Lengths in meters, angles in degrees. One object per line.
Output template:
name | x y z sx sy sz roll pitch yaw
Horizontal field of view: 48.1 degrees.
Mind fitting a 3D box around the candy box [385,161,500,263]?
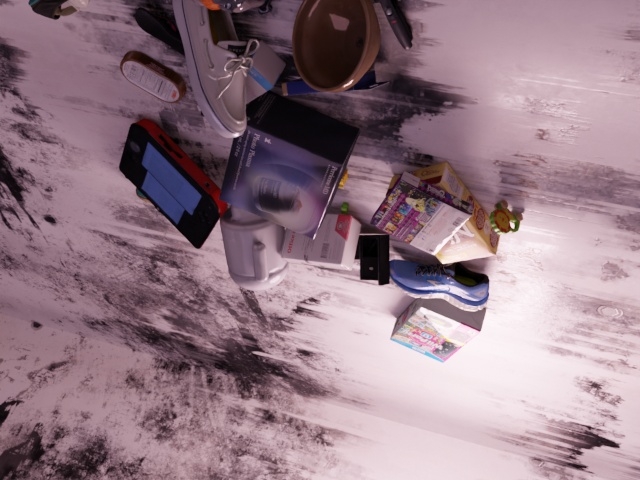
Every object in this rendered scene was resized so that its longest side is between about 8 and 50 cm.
candy box | 0.347 -0.070 2.013 0.183 0.087 0.316 -12 133 41

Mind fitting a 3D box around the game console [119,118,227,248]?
game console | -0.471 -0.170 2.249 0.386 0.060 0.342 46 144 1

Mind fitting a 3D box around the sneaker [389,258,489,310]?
sneaker | 0.372 0.105 2.246 0.330 0.129 0.147 13 132 7

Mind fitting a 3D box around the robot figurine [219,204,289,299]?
robot figurine | -0.207 0.012 2.285 0.200 0.300 0.353 -9 117 -5

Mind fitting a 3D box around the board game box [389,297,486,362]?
board game box | 0.403 0.298 2.504 0.224 0.097 0.303 24 148 -3

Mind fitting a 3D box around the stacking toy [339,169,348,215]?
stacking toy | -0.003 -0.146 2.135 0.167 0.052 0.221 14 147 12

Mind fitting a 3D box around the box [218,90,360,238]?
box | -0.087 -0.203 1.931 0.294 0.182 0.296 22 136 1

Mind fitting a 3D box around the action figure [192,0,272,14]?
action figure | -0.178 -0.601 1.476 0.330 0.178 0.341 -23 129 35

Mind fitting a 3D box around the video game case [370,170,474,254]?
video game case | 0.269 -0.068 1.941 0.210 0.041 0.232 25 147 -3

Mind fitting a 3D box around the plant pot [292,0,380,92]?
plant pot | 0.054 -0.444 1.579 0.110 0.237 0.237 -6 170 -44

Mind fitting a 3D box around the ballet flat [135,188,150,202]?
ballet flat | -0.529 -0.136 2.449 0.206 0.073 0.067 28 174 -6

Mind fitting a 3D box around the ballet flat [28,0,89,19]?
ballet flat | -0.626 -0.619 1.784 0.096 0.095 0.280 34 157 -35

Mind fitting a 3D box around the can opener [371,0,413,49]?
can opener | 0.161 -0.487 1.545 0.073 0.059 0.186 0 141 28

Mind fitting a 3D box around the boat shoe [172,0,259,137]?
boat shoe | -0.216 -0.430 1.673 0.156 0.136 0.367 -11 95 35

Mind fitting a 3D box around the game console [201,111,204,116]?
game console | -0.297 -0.410 1.822 0.085 0.144 0.124 27 124 -29

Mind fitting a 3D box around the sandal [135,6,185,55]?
sandal | -0.394 -0.534 1.819 0.067 0.040 0.179 -5 153 43

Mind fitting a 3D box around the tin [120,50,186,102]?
tin | -0.462 -0.447 1.978 0.190 0.040 0.106 29 151 -11

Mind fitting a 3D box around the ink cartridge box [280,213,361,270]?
ink cartridge box | 0.000 0.000 2.220 0.218 0.158 0.092 6 167 28

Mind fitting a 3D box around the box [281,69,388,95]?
box | 0.038 -0.377 1.710 0.225 0.136 0.036 3 110 26

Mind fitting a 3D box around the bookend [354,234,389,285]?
bookend | 0.133 0.058 2.250 0.157 0.156 0.072 1 -178 29

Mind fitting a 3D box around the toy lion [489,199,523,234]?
toy lion | 0.500 -0.053 1.944 0.100 0.096 0.034 35 145 -20

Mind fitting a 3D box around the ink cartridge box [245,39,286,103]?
ink cartridge box | -0.176 -0.417 1.805 0.143 0.092 0.090 -19 129 44
